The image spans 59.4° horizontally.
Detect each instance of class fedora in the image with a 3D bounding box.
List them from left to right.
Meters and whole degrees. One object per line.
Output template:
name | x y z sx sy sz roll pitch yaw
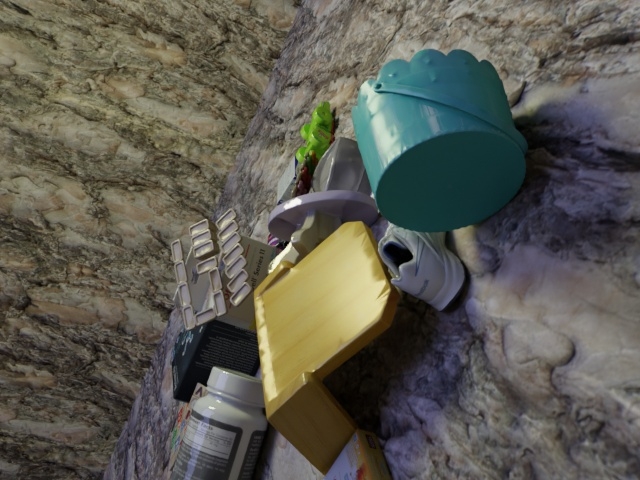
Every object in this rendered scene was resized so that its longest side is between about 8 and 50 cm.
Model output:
fedora | 0.057 -0.164 1.468 0.243 0.124 0.275 -34 39 56

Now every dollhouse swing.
dollhouse swing | 0.046 0.196 1.126 0.305 0.315 0.347 -29 34 8

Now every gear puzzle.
gear puzzle | -0.035 -0.142 1.571 0.339 0.044 0.175 -76 -7 -55

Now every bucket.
bucket | 0.196 -0.155 0.932 0.281 0.281 0.183 -48 38 42

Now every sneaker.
sneaker | 0.167 0.000 1.037 0.111 0.129 0.297 -60 21 25

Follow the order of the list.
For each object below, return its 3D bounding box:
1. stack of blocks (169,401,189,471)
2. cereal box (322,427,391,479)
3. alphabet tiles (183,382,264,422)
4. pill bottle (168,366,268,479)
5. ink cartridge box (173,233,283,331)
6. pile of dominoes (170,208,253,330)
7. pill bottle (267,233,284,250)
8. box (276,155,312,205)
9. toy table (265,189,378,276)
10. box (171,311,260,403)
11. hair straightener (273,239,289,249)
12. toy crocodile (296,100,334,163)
stack of blocks | -0.448 0.639 1.970 0.171 0.087 0.297 -59 23 23
cereal box | 0.043 0.480 0.984 0.240 0.047 0.173 -61 22 18
alphabet tiles | -0.285 0.511 1.598 0.237 0.009 0.198 22 90 28
pill bottle | -0.254 0.526 1.448 0.204 0.204 0.361 -11 59 66
ink cartridge box | -0.164 0.117 1.412 0.119 0.353 0.207 -22 50 62
pile of dominoes | -0.252 0.068 1.333 0.196 0.040 0.251 -24 66 17
pill bottle | -0.110 0.020 1.719 0.108 0.108 0.193 -53 25 34
box | -0.089 -0.195 1.926 0.137 0.072 0.126 -54 25 35
toy table | 0.000 0.000 1.319 0.274 0.252 0.161 -18 53 28
box | -0.305 0.288 1.791 0.396 0.212 0.293 -66 22 9
hair straightener | -0.058 -0.024 1.594 0.230 0.047 0.089 -33 28 3
toy crocodile | -0.003 -0.334 1.835 0.115 0.105 0.341 -50 23 41
